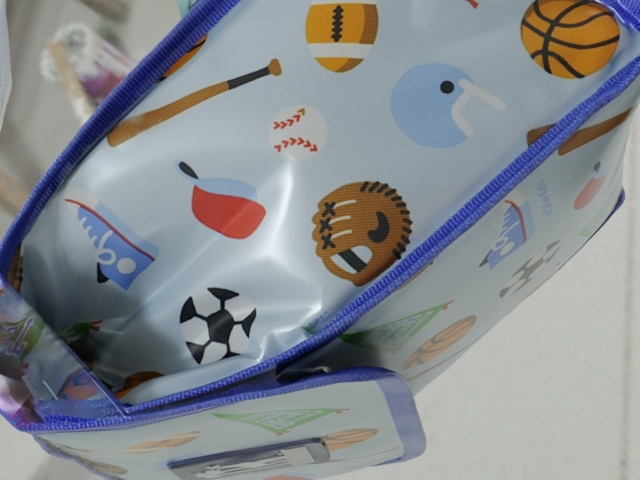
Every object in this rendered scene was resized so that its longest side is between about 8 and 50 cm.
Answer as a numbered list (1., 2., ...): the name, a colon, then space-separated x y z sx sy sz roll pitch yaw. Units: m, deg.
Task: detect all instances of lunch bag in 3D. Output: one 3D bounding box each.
1. lunch bag: 0.000 0.000 0.948 0.385 0.328 0.239 -41 74 -6

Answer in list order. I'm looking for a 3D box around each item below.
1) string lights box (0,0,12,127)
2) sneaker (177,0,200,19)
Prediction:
1. string lights box: -0.316 -0.148 1.261 0.260 0.133 0.077 122 159 -73
2. sneaker: -0.048 -0.244 1.370 0.122 0.110 0.283 -17 19 20
